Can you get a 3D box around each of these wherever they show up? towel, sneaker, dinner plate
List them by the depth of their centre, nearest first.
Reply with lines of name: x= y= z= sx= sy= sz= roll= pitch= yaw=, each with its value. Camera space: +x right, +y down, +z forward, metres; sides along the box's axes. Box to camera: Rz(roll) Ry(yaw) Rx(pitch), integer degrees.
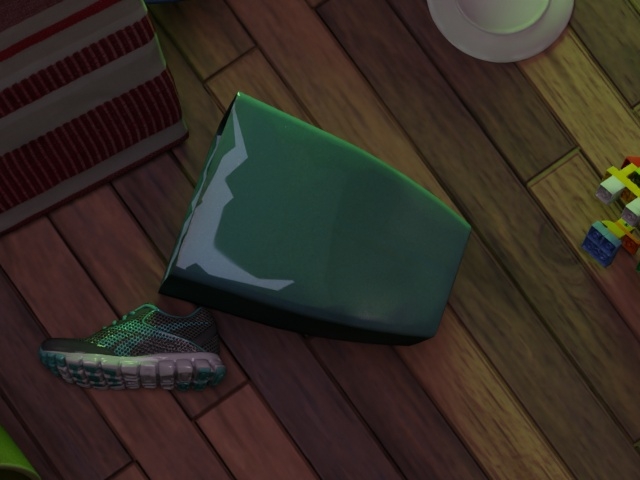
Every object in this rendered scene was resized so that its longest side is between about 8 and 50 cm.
towel: x=-0.246 y=-0.128 z=1.597 sx=0.237 sy=0.329 sz=0.037 roll=-27 pitch=61 yaw=-6
sneaker: x=-0.167 y=0.091 z=1.697 sx=0.166 sy=0.065 sz=0.076 roll=3 pitch=64 yaw=-5
dinner plate: x=0.170 y=-0.237 z=1.783 sx=0.141 sy=0.017 sz=0.141 roll=0 pitch=80 yaw=-1

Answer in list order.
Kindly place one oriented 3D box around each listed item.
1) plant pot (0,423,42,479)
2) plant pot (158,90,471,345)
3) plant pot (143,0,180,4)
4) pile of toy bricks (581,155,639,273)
plant pot: x=-0.418 y=0.148 z=1.588 sx=0.275 sy=0.275 sz=0.293 roll=-29 pitch=67 yaw=-7
plant pot: x=0.000 y=0.000 z=1.666 sx=0.234 sy=0.165 sz=0.165 roll=20 pitch=80 yaw=-6
plant pot: x=-0.239 y=-0.336 z=1.632 sx=0.236 sy=0.212 sz=0.236 roll=-9 pitch=113 yaw=-41
pile of toy bricks: x=0.342 y=0.019 z=1.715 sx=0.105 sy=0.118 sz=0.212 roll=-31 pitch=64 yaw=-35
